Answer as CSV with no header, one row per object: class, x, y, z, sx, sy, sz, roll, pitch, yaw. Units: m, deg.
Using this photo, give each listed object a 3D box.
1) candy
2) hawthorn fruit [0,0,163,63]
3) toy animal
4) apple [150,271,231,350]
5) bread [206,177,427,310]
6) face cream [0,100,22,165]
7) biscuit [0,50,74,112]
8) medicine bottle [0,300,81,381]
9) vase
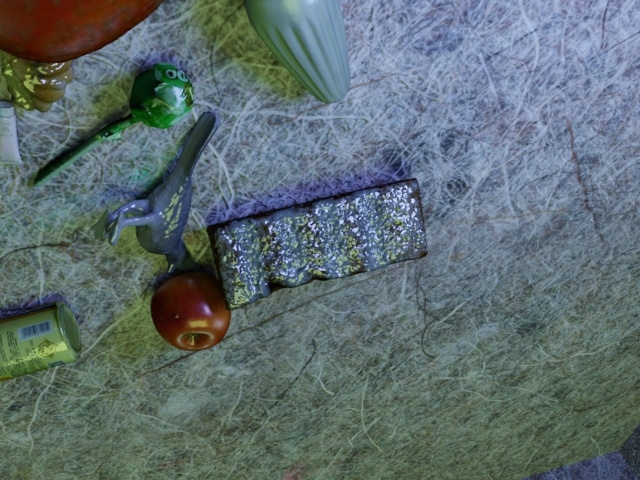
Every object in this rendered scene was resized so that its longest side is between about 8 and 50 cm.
candy,-0.333,-0.166,0.981,0.324,0.097,0.097,-28,138,18
hawthorn fruit,-0.309,-0.326,0.686,0.300,0.275,0.275,-41,135,6
toy animal,-0.287,-0.049,1.089,0.206,0.081,0.367,-21,144,-36
apple,-0.256,0.145,1.255,0.164,0.139,0.163,-15,147,-10
bread,0.000,0.000,1.209,0.417,0.113,0.165,-15,101,-10
face cream,-0.476,-0.159,0.953,0.038,0.020,0.115,1,136,-21
biscuit,-0.404,-0.257,0.859,0.118,0.061,0.183,-20,136,-5
medicine bottle,-0.590,0.203,1.195,0.239,0.124,0.124,-15,136,-8
vase,-0.020,-0.305,0.934,0.128,0.128,0.248,-28,146,5
